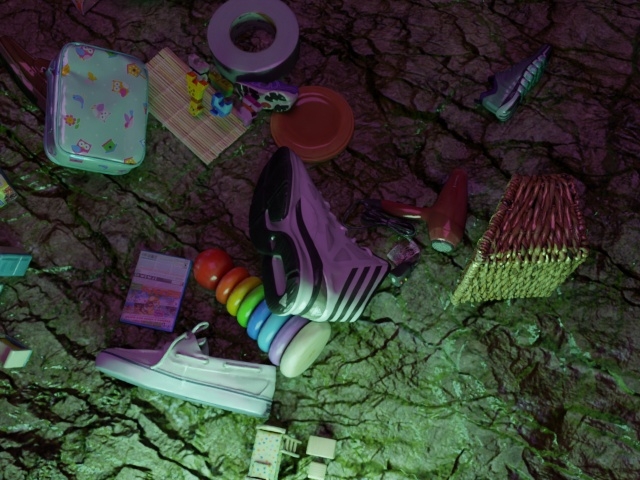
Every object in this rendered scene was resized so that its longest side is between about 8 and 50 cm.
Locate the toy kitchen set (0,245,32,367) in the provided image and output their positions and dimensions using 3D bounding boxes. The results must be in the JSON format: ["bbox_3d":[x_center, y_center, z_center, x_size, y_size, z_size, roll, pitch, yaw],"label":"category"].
[{"bbox_3d":[-0.656,0.140,1.653,0.166,0.122,0.207,27,94,10],"label":"toy kitchen set"}]

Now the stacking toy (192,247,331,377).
[{"bbox_3d":[-0.142,0.136,1.623,0.330,0.141,0.141,36,75,19],"label":"stacking toy"}]

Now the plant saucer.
[{"bbox_3d":[-0.019,-0.277,1.805,0.199,0.037,0.200,0,71,1],"label":"plant saucer"}]

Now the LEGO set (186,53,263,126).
[{"bbox_3d":[-0.252,-0.324,1.789,0.227,0.093,0.087,40,45,19],"label":"LEGO set"}]

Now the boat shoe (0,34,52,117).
[{"bbox_3d":[-0.645,-0.371,1.824,0.104,0.111,0.307,-38,85,-16],"label":"boat shoe"}]

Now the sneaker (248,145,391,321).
[{"bbox_3d":[-0.001,0.001,1.663,0.257,0.169,0.448,18,42,-29],"label":"sneaker"}]

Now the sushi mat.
[{"bbox_3d":[-0.318,-0.324,1.839,0.316,0.019,0.151,42,78,14],"label":"sushi mat"}]

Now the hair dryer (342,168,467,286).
[{"bbox_3d":[0.215,-0.061,1.702,0.293,0.080,0.224,-33,73,-10],"label":"hair dryer"}]

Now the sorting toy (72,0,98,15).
[{"bbox_3d":[-0.592,-0.616,1.942,0.075,0.045,0.083,34,74,32],"label":"sorting toy"}]

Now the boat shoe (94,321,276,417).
[{"bbox_3d":[-0.264,0.241,1.579,0.366,0.136,0.157,13,72,3],"label":"boat shoe"}]

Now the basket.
[{"bbox_3d":[0.377,-0.012,1.563,0.222,0.299,0.214,-4,70,0],"label":"basket"}]

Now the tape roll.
[{"bbox_3d":[-0.158,-0.481,1.862,0.219,0.072,0.219,0,71,1],"label":"tape roll"}]

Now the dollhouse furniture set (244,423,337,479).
[{"bbox_3d":[-0.062,0.466,1.512,0.160,0.101,0.182,9,71,5],"label":"dollhouse furniture set"}]

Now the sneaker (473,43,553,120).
[{"bbox_3d":[0.454,-0.389,1.812,0.098,0.083,0.224,34,75,17],"label":"sneaker"}]

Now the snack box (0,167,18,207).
[{"bbox_3d":[-0.823,-0.119,1.752,0.207,0.070,0.174,-34,74,-11],"label":"snack box"}]

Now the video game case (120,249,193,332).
[{"bbox_3d":[-0.356,0.110,1.690,0.119,0.015,0.166,11,71,5],"label":"video game case"}]

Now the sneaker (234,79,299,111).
[{"bbox_3d":[-0.124,-0.343,1.811,0.169,0.068,0.071,16,47,26],"label":"sneaker"}]

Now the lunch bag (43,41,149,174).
[{"bbox_3d":[-0.504,-0.296,1.734,0.224,0.108,0.279,6,76,-30],"label":"lunch bag"}]
